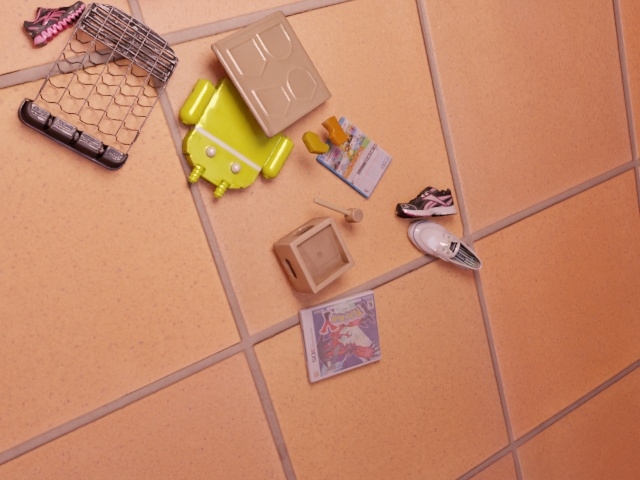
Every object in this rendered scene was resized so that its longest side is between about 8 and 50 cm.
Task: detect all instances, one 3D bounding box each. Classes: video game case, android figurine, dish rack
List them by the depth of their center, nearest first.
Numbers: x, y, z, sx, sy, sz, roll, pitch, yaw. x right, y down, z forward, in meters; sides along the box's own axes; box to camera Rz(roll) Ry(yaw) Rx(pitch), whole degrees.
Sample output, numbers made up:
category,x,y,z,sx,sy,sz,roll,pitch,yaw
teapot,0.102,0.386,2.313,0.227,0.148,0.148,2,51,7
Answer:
category,x,y,z,sx,sy,sz,roll,pitch,yaw
dish rack,-0.403,-0.291,1.125,0.208,0.074,0.271,30,82,-29
android figurine,-0.179,-0.222,1.257,0.248,0.056,0.272,35,80,-27
video game case,0.082,-0.193,1.415,0.166,0.015,0.119,35,82,-27
video game case,0.051,0.231,1.459,0.202,0.023,0.183,-13,104,-25

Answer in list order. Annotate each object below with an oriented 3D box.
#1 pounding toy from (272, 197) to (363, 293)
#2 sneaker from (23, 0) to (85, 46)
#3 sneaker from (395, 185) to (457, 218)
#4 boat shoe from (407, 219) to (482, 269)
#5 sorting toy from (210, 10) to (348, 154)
category,x,y,z,sx,sy,sz,roll,pitch,yaw
pounding toy,0.000,-0.011,1.364,0.206,0.094,0.181,-34,107,-28
sneaker,-0.482,-0.404,1.084,0.119,0.047,0.057,-43,103,-16
sneaker,0.260,-0.097,1.500,0.178,0.072,0.077,-5,88,-34
boat shoe,0.327,0.011,1.536,0.226,0.076,0.083,24,86,-28
sorting toy,-0.074,-0.306,1.256,0.229,0.041,0.307,-43,107,-38
